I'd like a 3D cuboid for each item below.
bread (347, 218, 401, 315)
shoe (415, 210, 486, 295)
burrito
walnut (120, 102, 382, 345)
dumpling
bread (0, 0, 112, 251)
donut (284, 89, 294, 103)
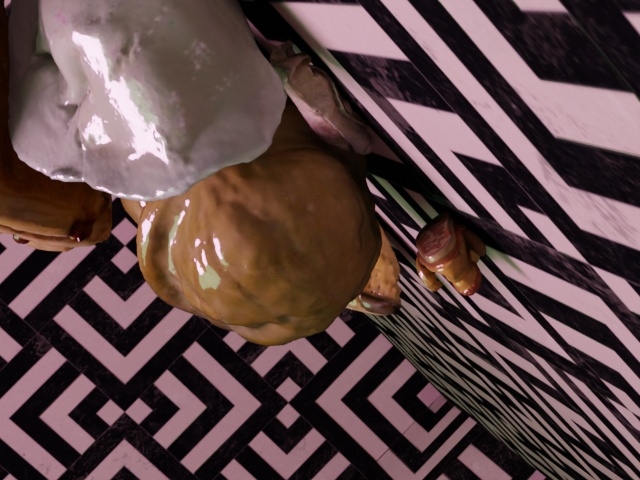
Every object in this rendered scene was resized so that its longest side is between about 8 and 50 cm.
[{"bbox_3d":[0.000,0.000,1.893,0.262,0.162,0.204,22,177,-7],"label":"bread"},{"bbox_3d":[0.129,0.018,1.348,0.069,0.072,0.109,50,175,-9],"label":"shoe"},{"bbox_3d":[-0.001,-0.136,1.301,0.055,0.041,0.149,24,163,42],"label":"burrito"},{"bbox_3d":[-0.073,-0.033,1.436,0.277,0.253,0.282,50,-156,-57],"label":"walnut"},{"bbox_3d":[-0.168,-0.187,1.281,0.212,0.270,0.320,3,-154,-24],"label":"dumpling"},{"bbox_3d":[-0.390,-0.154,1.416,0.370,0.191,0.314,18,-120,-54],"label":"bread"},{"bbox_3d":[-0.134,-0.186,1.648,0.277,0.108,0.277,44,175,5],"label":"donut"}]
